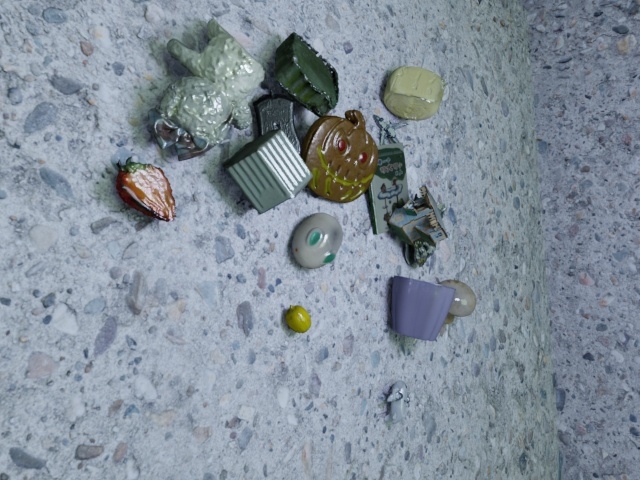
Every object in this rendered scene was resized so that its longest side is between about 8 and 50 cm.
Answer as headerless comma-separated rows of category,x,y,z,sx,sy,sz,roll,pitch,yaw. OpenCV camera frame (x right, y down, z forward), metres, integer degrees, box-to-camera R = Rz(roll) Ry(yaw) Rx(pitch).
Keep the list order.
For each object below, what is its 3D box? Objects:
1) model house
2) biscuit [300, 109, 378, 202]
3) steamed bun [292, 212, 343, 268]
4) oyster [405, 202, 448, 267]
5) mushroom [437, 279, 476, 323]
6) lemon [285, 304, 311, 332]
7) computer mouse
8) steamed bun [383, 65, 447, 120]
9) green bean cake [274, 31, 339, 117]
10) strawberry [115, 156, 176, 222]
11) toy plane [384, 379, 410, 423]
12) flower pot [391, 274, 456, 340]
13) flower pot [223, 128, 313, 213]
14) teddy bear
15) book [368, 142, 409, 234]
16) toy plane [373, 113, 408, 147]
model house,0.404,-0.090,1.910,0.178,0.206,0.271,44,29,-39
biscuit,0.088,-0.315,1.661,0.394,0.070,0.350,5,108,-46
steamed bun,0.000,0.000,1.591,0.228,0.131,0.177,-50,119,-38
oyster,0.493,-0.039,2.062,0.351,0.158,0.162,-56,156,-18
mushroom,0.635,0.303,2.128,0.207,0.207,0.215,-19,130,-43
lemon,-0.077,0.267,1.510,0.110,0.082,0.082,55,51,-18
computer mouse,-0.152,-0.387,1.533,0.147,0.088,0.264,-8,98,-15
steamed bun,0.433,-0.675,2.045,0.273,0.166,0.232,13,61,3
green bean cake,-0.049,-0.584,1.581,0.241,0.132,0.255,33,38,-37
strawberry,-0.476,-0.134,1.193,0.192,0.085,0.140,31,56,-42
toy plane,0.316,0.664,1.823,0.174,0.080,0.174,-4,95,-59
flower pot,0.424,0.290,1.879,0.265,0.265,0.243,13,86,-41
flower pot,-0.169,-0.222,1.407,0.189,0.239,0.209,54,26,-22
teddy bear,-0.351,-0.452,1.350,0.362,0.375,0.327,-45,124,9
book,0.298,-0.232,1.936,0.260,0.043,0.371,-19,105,-43
toy plane,0.315,-0.486,2.011,0.226,0.058,0.226,-50,118,-18
